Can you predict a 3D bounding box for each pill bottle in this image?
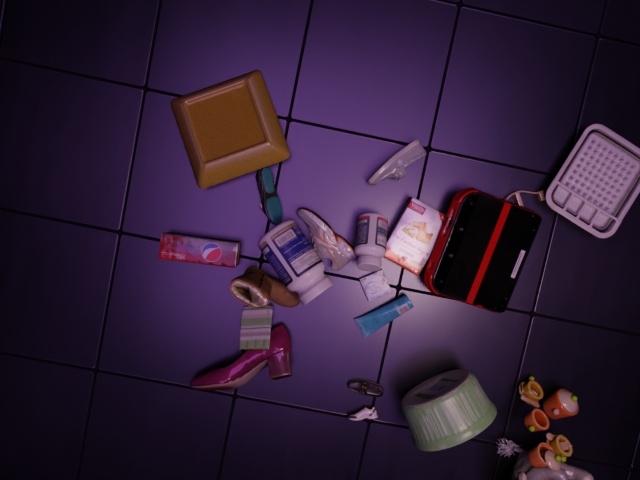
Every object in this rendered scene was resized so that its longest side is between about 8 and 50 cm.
[{"bbox_3d":[0.170,0.008,1.758,0.108,0.108,0.180,8,68,-3],"label":"pill bottle"},{"bbox_3d":[-0.081,0.075,1.744,0.153,0.153,0.265,-35,85,1],"label":"pill bottle"}]

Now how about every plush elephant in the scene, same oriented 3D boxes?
[{"bbox_3d":[0.732,0.876,1.796,0.330,0.272,0.255,26,61,16],"label":"plush elephant"}]

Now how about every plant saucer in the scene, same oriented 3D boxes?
[{"bbox_3d":[-0.308,-0.382,1.726,0.332,0.081,0.333,-20,85,0],"label":"plant saucer"}]

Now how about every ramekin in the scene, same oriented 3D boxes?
[{"bbox_3d":[0.420,0.560,1.755,0.303,0.303,0.148,-26,87,0],"label":"ramekin"}]

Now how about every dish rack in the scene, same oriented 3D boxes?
[{"bbox_3d":[0.960,-0.205,1.817,0.285,0.072,0.333,31,93,-3],"label":"dish rack"}]

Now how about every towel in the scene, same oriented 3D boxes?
[{"bbox_3d":[-0.224,0.303,1.802,0.113,0.023,0.152,-4,64,12],"label":"towel"}]

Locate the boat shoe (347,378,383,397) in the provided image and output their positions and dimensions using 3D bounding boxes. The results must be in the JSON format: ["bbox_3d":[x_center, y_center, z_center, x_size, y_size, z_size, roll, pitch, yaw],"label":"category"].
[{"bbox_3d":[0.162,0.530,1.866,0.133,0.042,0.049,13,96,-2],"label":"boat shoe"}]

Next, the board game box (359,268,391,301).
[{"bbox_3d":[0.195,0.160,1.846,0.090,0.020,0.090,-23,95,0],"label":"board game box"}]

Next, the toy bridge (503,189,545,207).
[{"bbox_3d":[0.699,-0.143,1.835,0.188,0.026,0.063,-21,95,0],"label":"toy bridge"}]

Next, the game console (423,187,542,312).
[{"bbox_3d":[0.561,0.038,1.806,0.342,0.060,0.387,17,97,-18],"label":"game console"}]

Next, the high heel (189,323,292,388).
[{"bbox_3d":[-0.281,0.418,1.831,0.377,0.127,0.181,-11,66,3],"label":"high heel"}]

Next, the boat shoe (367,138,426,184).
[{"bbox_3d":[0.267,-0.252,1.785,0.227,0.079,0.081,-39,91,-2],"label":"boat shoe"}]

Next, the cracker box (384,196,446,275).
[{"bbox_3d":[0.325,-0.016,1.813,0.155,0.067,0.232,28,93,-4],"label":"cracker box"}]

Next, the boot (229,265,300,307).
[{"bbox_3d":[-0.175,0.177,1.709,0.236,0.269,0.089,25,95,-3],"label":"boot"}]

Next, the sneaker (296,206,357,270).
[{"bbox_3d":[0.000,0.000,1.791,0.262,0.099,0.121,44,96,-4],"label":"sneaker"}]

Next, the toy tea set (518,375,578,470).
[{"bbox_3d":[0.798,0.623,1.770,0.200,0.336,0.124,25,136,-12],"label":"toy tea set"}]

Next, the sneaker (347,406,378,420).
[{"bbox_3d":[0.151,0.626,1.879,0.109,0.040,0.044,-6,79,-5],"label":"sneaker"}]

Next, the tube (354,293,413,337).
[{"bbox_3d":[0.228,0.264,1.845,0.207,0.052,0.080,-30,90,6],"label":"tube"}]

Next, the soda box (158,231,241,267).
[{"bbox_3d":[-0.411,0.033,1.783,0.263,0.083,0.092,8,94,-2],"label":"soda box"}]

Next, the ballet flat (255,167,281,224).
[{"bbox_3d":[-0.183,-0.151,1.787,0.074,0.074,0.203,-12,94,-1],"label":"ballet flat"}]
